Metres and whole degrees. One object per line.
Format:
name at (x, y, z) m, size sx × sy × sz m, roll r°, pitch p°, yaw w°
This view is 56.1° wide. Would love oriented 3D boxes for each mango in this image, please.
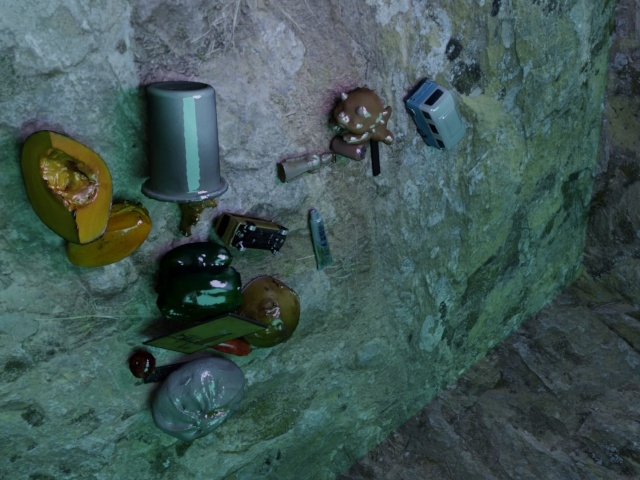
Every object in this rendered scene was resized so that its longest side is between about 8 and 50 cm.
mango at (-0.591, -0.010, 1.675) m, size 0.252 × 0.126 × 0.154 m, roll -34°, pitch 146°, yaw -6°

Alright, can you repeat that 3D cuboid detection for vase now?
vase at (-0.378, -0.273, 1.623) m, size 0.245 × 0.245 × 0.291 m, roll -16°, pitch 119°, yaw -32°

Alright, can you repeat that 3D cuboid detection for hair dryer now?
hair dryer at (0.133, -0.333, 2.107) m, size 0.181 × 0.117 × 0.064 m, roll -28°, pitch 135°, yaw -51°

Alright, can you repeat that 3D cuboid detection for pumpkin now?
pumpkin at (-0.650, -0.157, 1.546) m, size 0.169 × 0.148 × 0.312 m, roll -53°, pitch 146°, yaw -56°

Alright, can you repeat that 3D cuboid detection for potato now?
potato at (-0.172, 0.297, 2.200) m, size 0.246 × 0.196 × 0.300 m, roll -37°, pitch 137°, yaw -13°

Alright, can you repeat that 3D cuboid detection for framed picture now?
framed picture at (-0.374, 0.312, 1.987) m, size 0.338 × 0.014 × 0.255 m, roll -20°, pitch 156°, yaw 18°

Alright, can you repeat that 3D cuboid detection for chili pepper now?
chili pepper at (-0.381, 0.142, 1.887) m, size 0.256 × 0.249 × 0.233 m, roll -3°, pitch 132°, yaw -28°
chili pepper at (-0.329, 0.391, 2.223) m, size 0.272 × 0.063 × 0.071 m, roll 19°, pitch 121°, yaw -43°

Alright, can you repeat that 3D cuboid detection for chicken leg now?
chicken leg at (-0.380, -0.097, 1.830) m, size 0.101 × 0.085 × 0.208 m, roll 3°, pitch 125°, yaw -28°

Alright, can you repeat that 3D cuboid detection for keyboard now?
keyboard at (-0.531, 0.467, 2.139) m, size 0.198 × 0.010 × 0.064 m, roll -4°, pitch 119°, yaw -39°

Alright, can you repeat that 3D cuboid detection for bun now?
bun at (-0.429, 0.584, 2.165) m, size 0.354 × 0.194 × 0.355 m, roll -24°, pitch 136°, yaw -26°

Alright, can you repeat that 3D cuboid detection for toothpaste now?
toothpaste at (0.000, 0.000, 2.253) m, size 0.074 × 0.048 × 0.297 m, roll -32°, pitch 137°, yaw -19°

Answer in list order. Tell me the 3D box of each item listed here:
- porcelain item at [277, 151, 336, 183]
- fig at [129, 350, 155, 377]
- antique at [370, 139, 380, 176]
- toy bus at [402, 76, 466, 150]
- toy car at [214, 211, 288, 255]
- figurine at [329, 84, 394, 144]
porcelain item at (-0.043, -0.259, 2.027) m, size 0.213 × 0.054 × 0.084 m, roll -23°, pitch 133°, yaw -27°
fig at (-0.587, 0.418, 2.020) m, size 0.089 × 0.089 × 0.125 m, roll -47°, pitch 163°, yaw -5°
antique at (0.202, -0.324, 2.223) m, size 0.031 × 0.015 × 0.192 m, roll -28°, pitch 132°, yaw -22°
toy bus at (0.439, -0.452, 2.228) m, size 0.133 × 0.164 × 0.271 m, roll -47°, pitch 138°, yaw -5°
toy car at (-0.223, -0.027, 1.986) m, size 0.256 × 0.124 × 0.101 m, roll 8°, pitch 113°, yaw -53°
figurine at (0.155, -0.424, 1.996) m, size 0.247 × 0.177 × 0.173 m, roll 2°, pitch 135°, yaw -29°
